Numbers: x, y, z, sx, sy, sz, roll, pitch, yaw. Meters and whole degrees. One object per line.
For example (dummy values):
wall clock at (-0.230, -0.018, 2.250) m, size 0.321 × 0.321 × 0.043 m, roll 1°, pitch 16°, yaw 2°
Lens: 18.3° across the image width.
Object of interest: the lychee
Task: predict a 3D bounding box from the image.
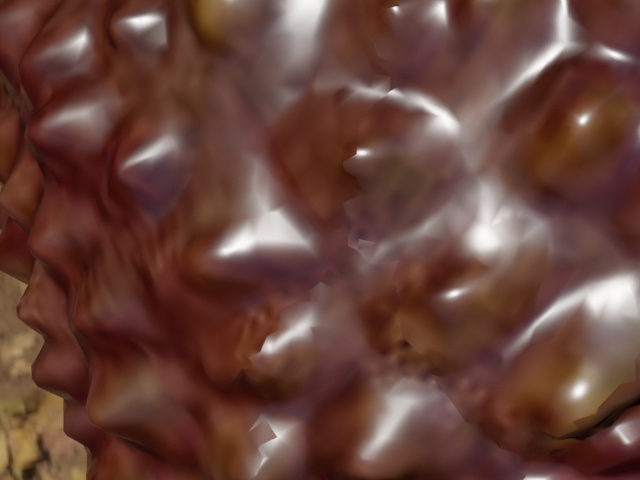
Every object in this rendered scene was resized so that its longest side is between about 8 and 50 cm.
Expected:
lychee at (0.064, -0.038, 0.458) m, size 0.330 × 0.306 × 0.306 m, roll -26°, pitch 115°, yaw 25°
